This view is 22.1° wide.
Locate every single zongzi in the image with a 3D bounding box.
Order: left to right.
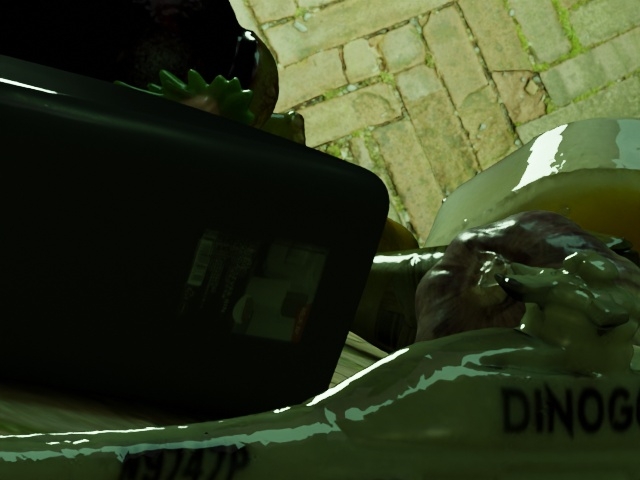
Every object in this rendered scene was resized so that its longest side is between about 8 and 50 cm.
[{"bbox_3d":[0.141,0.079,1.269,0.289,0.123,0.260,-1,-24,36],"label":"zongzi"}]

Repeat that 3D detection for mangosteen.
[{"bbox_3d":[-0.151,-0.133,1.371,0.302,0.275,0.275,21,2,-13],"label":"mangosteen"}]

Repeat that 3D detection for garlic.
[{"bbox_3d":[0.129,0.049,1.063,0.159,0.147,0.102,2,-20,31],"label":"garlic"}]

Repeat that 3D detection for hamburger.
[{"bbox_3d":[0.215,0.018,1.366,0.227,0.151,0.295,22,-34,-29],"label":"hamburger"}]

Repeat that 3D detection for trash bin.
[{"bbox_3d":[-0.109,-0.013,0.618,0.165,0.115,0.225,22,3,33],"label":"trash bin"}]

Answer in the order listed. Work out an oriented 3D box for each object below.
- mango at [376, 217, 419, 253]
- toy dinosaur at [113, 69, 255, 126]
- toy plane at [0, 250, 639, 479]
[{"bbox_3d":[0.000,0.000,1.542,0.133,0.111,0.267,2,-10,40],"label":"mango"},{"bbox_3d":[-0.111,-0.017,1.181,0.194,0.152,0.177,13,38,16],"label":"toy dinosaur"},{"bbox_3d":[0.005,0.051,0.359,0.286,0.108,0.092,5,13,-36],"label":"toy plane"}]
